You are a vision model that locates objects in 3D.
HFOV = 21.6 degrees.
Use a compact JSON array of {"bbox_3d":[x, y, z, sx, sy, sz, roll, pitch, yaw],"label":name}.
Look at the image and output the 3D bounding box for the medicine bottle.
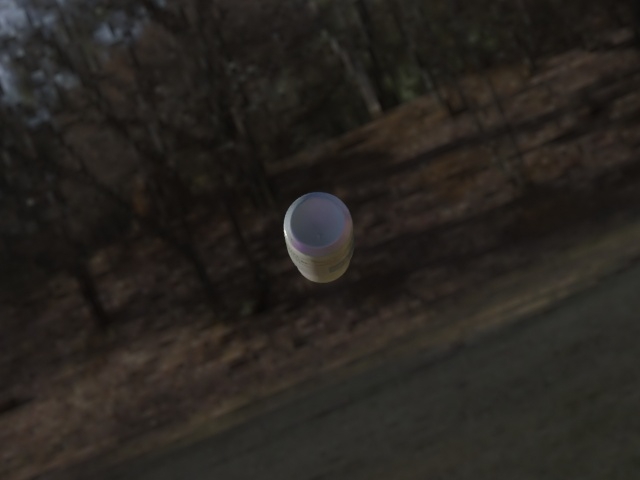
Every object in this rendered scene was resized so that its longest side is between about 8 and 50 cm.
[{"bbox_3d":[0.000,0.000,1.288,0.052,0.052,0.089,-22,-17,-4],"label":"medicine bottle"}]
